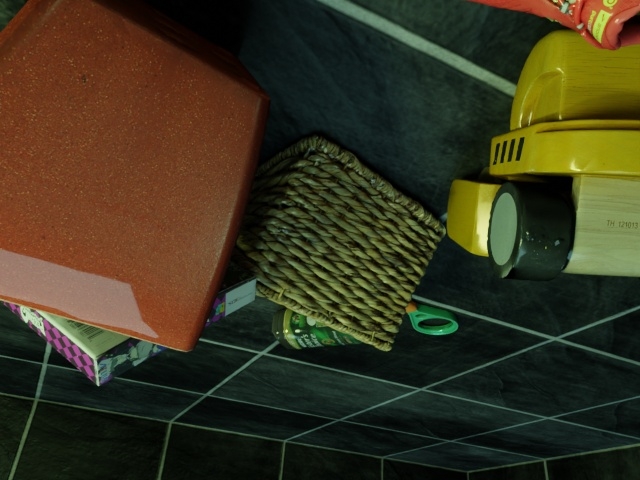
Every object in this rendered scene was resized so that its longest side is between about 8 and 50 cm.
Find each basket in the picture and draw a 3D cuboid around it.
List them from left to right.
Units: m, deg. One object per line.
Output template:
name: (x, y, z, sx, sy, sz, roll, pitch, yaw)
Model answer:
basket: (0.000, 0.000, 0.832, 0.299, 0.222, 0.214, 28, 175, -34)

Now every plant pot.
plant pot: (-0.197, -0.099, 0.515, 0.268, 0.267, 0.235, 24, 109, -29)

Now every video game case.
video game case: (-0.229, 0.047, 0.633, 0.232, 0.210, 0.041, 25, 123, 30)

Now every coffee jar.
coffee jar: (-0.004, 0.178, 1.139, 0.185, 0.079, 0.096, -9, 146, 22)

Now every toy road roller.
toy road roller: (0.277, -0.086, 0.602, 0.203, 0.240, 0.329, 4, -174, 0)

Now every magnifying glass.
magnifying glass: (0.199, 0.146, 1.114, 0.092, 0.026, 0.231, -21, 140, 36)

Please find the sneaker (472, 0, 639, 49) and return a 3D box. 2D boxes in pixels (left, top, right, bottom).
sneaker: (0.208, -0.210, 0.431, 0.279, 0.118, 0.107, 6, 148, -3)
